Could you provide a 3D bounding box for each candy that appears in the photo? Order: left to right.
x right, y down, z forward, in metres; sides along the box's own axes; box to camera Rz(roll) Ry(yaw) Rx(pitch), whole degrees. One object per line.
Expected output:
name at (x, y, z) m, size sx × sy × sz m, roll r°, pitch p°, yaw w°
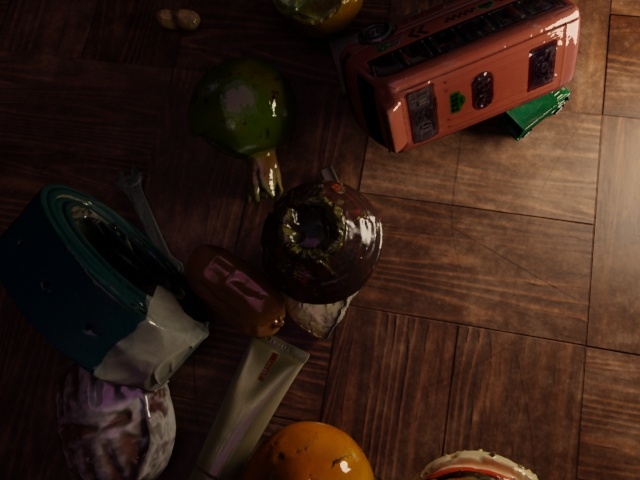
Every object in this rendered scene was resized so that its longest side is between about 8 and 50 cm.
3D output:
candy at (-0.408, 0.348, 0.969) m, size 0.214 × 0.157 × 0.290 m, roll -23°, pitch 75°, yaw 10°

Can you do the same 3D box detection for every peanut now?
peanut at (-0.351, -0.543, 1.206) m, size 0.112 × 0.054 × 0.054 m, roll 3°, pitch 78°, yaw 3°

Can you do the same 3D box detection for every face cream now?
face cream at (-0.157, 0.356, 0.986) m, size 0.137 × 0.084 × 0.342 m, roll 22°, pitch 74°, yaw 20°

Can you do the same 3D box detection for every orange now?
orange at (-0.021, 0.450, 0.865) m, size 0.245 × 0.246 × 0.247 m, roll -1°, pitch 78°, yaw 6°
orange at (-0.014, -0.562, 1.117) m, size 0.237 × 0.158 × 0.179 m, roll 41°, pitch 84°, yaw 12°

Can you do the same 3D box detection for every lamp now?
lamp at (0.000, 0.000, 0.926) m, size 0.246 × 0.247 × 0.247 m, roll -1°, pitch 78°, yaw 6°

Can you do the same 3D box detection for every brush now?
brush at (0.048, -0.074, 1.078) m, size 0.034 × 0.027 × 0.191 m, roll -25°, pitch 84°, yaw 5°

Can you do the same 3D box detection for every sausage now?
sausage at (-0.172, 0.104, 1.009) m, size 0.241 × 0.136 × 0.120 m, roll 36°, pitch 72°, yaw 7°

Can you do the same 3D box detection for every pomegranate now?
pomegranate at (-0.148, -0.235, 1.049) m, size 0.235 × 0.236 × 0.302 m, roll -22°, pitch 100°, yaw 1°

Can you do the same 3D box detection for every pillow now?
pillow at (0.140, -0.433, 1.131) m, size 0.229 × 0.050 × 0.148 m, roll -17°, pitch 72°, yaw 5°

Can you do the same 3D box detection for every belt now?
belt at (-0.412, 0.086, 0.941) m, size 0.436 × 0.300 × 0.173 m, roll 41°, pitch 96°, yaw 12°

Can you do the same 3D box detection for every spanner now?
spanner at (-0.395, -0.041, 1.121) m, size 0.071 × 0.017 × 0.302 m, roll -28°, pitch 76°, yaw 1°

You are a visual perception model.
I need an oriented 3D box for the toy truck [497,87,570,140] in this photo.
toy truck at (0.458, -0.282, 1.048) m, size 0.147 × 0.079 × 0.065 m, roll -37°, pitch 76°, yaw -4°

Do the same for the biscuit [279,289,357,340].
biscuit at (0.001, 0.078, 1.042) m, size 0.188 × 0.040 × 0.266 m, roll -11°, pitch 77°, yaw 6°

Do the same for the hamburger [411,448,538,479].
hamburger at (0.255, 0.527, 0.799) m, size 0.329 × 0.250 × 0.331 m, roll -1°, pitch 87°, yaw 23°

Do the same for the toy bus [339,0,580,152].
toy bus at (0.269, -0.344, 0.983) m, size 0.426 × 0.203 × 0.233 m, roll -22°, pitch 48°, yaw 1°
